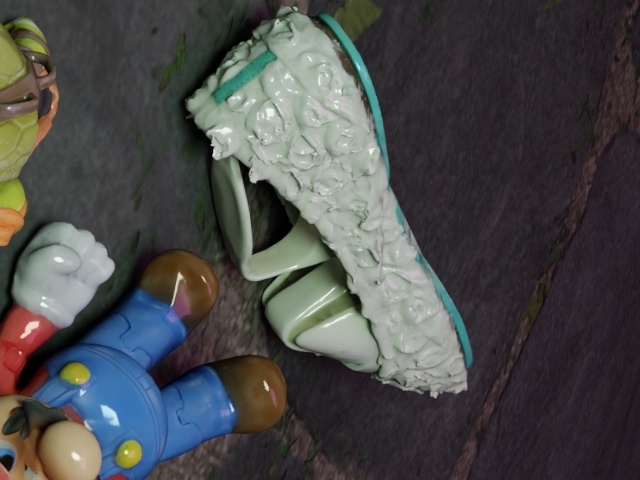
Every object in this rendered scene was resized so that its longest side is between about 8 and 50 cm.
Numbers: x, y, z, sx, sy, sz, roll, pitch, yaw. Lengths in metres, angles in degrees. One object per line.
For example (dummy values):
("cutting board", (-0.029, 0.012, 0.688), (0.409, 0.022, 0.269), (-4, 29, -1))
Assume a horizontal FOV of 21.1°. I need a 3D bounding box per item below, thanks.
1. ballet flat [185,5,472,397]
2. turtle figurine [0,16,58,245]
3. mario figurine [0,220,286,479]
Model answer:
("ballet flat", (0.000, 0.000, 1.261), (0.147, 0.147, 0.409), (-58, 145, -28))
("turtle figurine", (-0.183, -0.077, 0.851), (0.269, 0.087, 0.217), (-60, 148, -53))
("mario figurine", (-0.124, 0.110, 0.994), (0.320, 0.198, 0.170), (-37, 148, -55))
